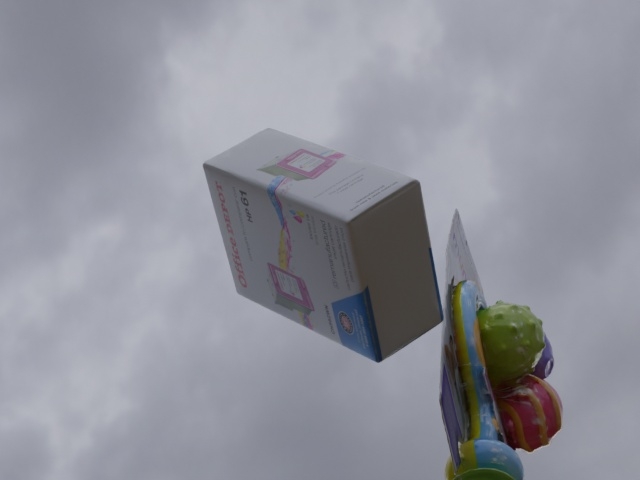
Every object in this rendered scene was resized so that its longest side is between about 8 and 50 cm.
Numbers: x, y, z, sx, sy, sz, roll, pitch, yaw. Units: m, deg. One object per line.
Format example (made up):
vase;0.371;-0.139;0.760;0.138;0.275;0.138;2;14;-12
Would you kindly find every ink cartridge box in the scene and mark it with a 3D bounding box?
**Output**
ink cartridge box;0.000;0.000;0.787;0.052;0.122;0.089;-31;-56;-29

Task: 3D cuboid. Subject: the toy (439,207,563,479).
toy;0.107;0.085;0.853;0.056;0.237;0.137;-9;-67;15
